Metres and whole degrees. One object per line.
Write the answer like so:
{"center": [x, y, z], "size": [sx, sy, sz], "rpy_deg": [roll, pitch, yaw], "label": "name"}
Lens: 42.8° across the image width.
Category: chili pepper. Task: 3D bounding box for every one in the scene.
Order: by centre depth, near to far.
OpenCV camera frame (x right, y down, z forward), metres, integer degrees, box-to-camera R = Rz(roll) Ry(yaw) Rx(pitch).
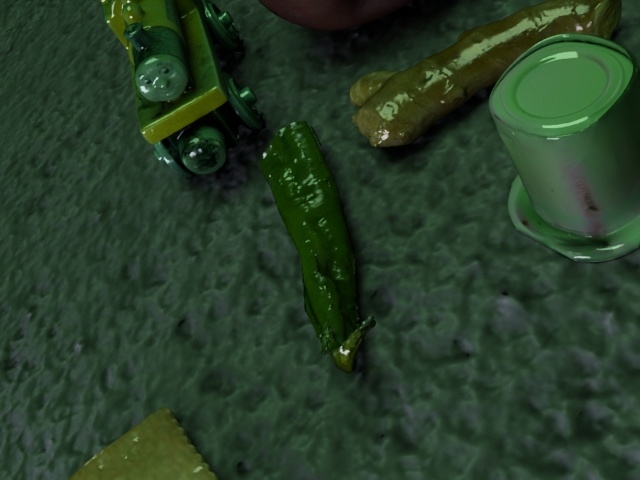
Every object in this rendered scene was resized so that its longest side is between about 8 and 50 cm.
{"center": [0.000, 0.000, 0.817], "size": [0.085, 0.076, 0.359], "rpy_deg": [-46, 36, 21], "label": "chili pepper"}

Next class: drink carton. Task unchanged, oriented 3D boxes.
{"center": [0.217, -0.084, 0.692], "size": [0.144, 0.142, 0.146], "rpy_deg": [-47, 46, -7], "label": "drink carton"}

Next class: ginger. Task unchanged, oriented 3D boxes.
{"center": [0.169, -0.184, 0.862], "size": [0.299, 0.065, 0.118], "rpy_deg": [-22, 50, 14], "label": "ginger"}

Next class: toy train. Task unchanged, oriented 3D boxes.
{"center": [-0.191, -0.244, 1.027], "size": [0.150, 0.237, 0.369], "rpy_deg": [-29, 44, 8], "label": "toy train"}

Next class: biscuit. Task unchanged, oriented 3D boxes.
{"center": [-0.148, 0.260, 0.711], "size": [0.160, 0.030, 0.250], "rpy_deg": [-38, 38, -14], "label": "biscuit"}

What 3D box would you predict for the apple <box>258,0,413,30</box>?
{"center": [0.037, -0.394, 0.971], "size": [0.306, 0.306, 0.235], "rpy_deg": [-22, 70, 18], "label": "apple"}
